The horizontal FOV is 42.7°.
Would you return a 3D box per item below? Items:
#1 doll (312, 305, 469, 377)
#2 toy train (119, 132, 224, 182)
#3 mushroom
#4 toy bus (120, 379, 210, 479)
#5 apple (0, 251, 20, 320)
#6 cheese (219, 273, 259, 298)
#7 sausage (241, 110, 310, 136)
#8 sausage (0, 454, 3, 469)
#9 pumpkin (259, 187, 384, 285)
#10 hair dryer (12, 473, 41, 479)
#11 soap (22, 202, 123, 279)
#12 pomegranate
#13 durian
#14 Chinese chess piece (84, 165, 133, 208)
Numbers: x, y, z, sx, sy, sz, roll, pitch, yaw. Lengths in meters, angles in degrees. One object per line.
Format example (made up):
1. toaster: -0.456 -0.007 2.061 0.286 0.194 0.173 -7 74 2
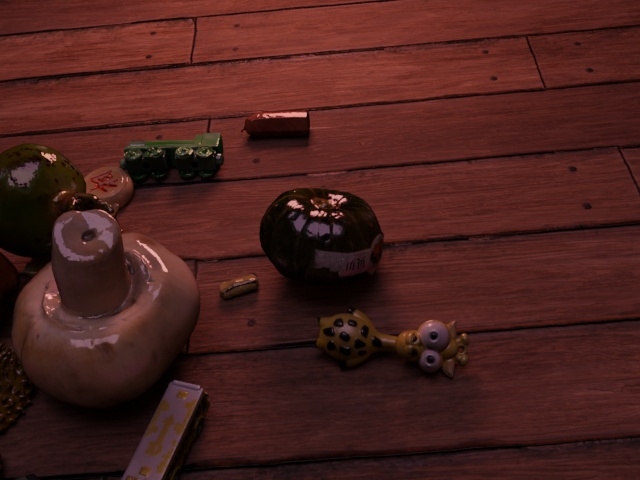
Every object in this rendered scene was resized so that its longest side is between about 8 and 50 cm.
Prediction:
1. doll: 0.131 0.191 1.527 0.291 0.086 0.117 6 87 9
2. toy train: -0.354 -0.206 1.967 0.251 0.085 0.119 -1 41 3
3. mushroom: -0.385 0.135 1.506 0.353 0.353 0.325 -23 79 -16
4. toy bus: -0.270 0.355 1.417 0.081 0.074 0.226 11 49 16
5. apple: -0.729 0.093 1.631 0.234 0.234 0.234 -3 46 3
6. cheese: -0.169 0.092 1.691 0.083 0.030 0.044 -18 26 -5
7. sausage: -0.112 -0.289 2.033 0.169 0.065 0.065 -1 46 6
8. sausage: -0.626 0.387 1.427 0.141 0.076 0.076 1 46 7
9. pumpkin: -0.001 0.003 1.661 0.260 0.189 0.260 10 21 -4
10. hair dryer: -0.592 0.447 1.336 0.225 0.088 0.219 28 68 3
11. soap: -0.528 0.017 1.771 0.135 0.076 0.233 4 46 11
12. pomegranate: -0.568 -0.059 1.650 0.231 0.231 0.286 -31 52 -22
13. durian: -0.648 0.270 1.507 0.183 0.138 0.249 25 47 37
14. Chinese chess piece: -0.500 -0.121 1.916 0.122 0.051 0.122 -3 46 3
